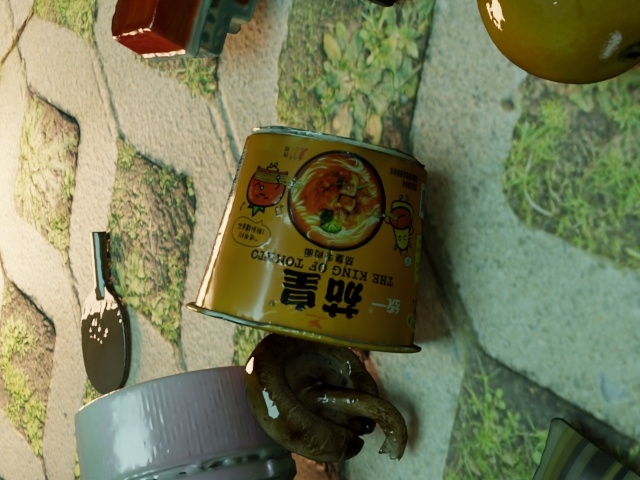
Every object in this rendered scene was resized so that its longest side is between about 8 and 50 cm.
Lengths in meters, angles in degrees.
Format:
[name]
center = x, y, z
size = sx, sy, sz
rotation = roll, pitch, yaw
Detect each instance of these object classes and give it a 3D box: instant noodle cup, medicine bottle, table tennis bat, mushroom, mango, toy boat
[instant noodle cup]
center = 0.000, 0.000, 0.784
size = 0.216, 0.216, 0.172
rotation = 9, 87, 47
[medicine bottle]
center = -0.111, 0.306, 0.855
size = 0.256, 0.256, 0.325
rotation = -30, 66, 43
[table tennis bat]
center = -0.311, 0.104, 1.250
size = 0.131, 0.022, 0.234
rotation = -4, 89, 48
[mushroom]
center = 0.006, 0.155, 0.826
size = 0.170, 0.135, 0.080
rotation = 32, 132, 11
[mango]
center = 0.202, -0.235, 0.604
size = 0.175, 0.139, 0.254
rotation = 21, 99, 39
[toy boat]
center = -0.123, -0.359, 0.977
size = 0.145, 0.133, 0.332
rotation = 9, 86, 52

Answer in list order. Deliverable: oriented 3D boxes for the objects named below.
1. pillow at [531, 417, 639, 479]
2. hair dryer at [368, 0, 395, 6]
[pillow]
center = 0.219, 0.274, 0.646
size = 0.212, 0.052, 0.208
rotation = 33, 111, 40
[hair dryer]
center = 0.030, -0.351, 0.851
size = 0.128, 0.070, 0.255
rotation = -56, 48, 31
